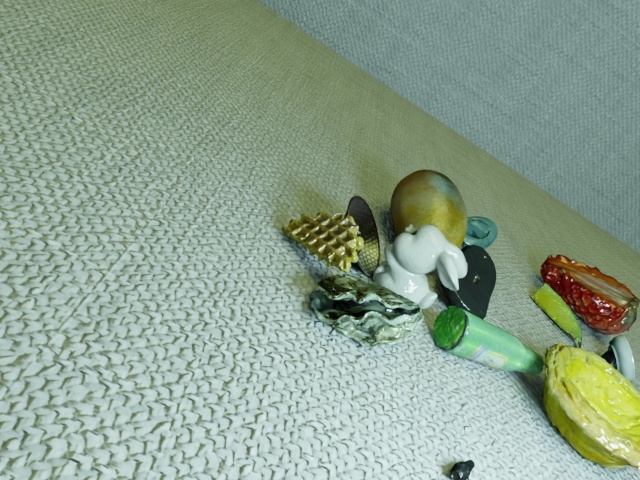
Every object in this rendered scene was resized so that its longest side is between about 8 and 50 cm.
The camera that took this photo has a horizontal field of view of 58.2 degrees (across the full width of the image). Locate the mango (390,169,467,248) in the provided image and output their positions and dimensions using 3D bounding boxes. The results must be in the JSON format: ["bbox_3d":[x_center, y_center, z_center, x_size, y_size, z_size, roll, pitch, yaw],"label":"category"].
[{"bbox_3d":[0.297,-0.065,1.601,0.221,0.199,0.384,37,38,-12],"label":"mango"}]

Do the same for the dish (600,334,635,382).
[{"bbox_3d":[0.872,0.354,1.712,0.141,0.077,0.141,-9,90,-76],"label":"dish"}]

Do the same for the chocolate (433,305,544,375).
[{"bbox_3d":[0.397,0.245,1.316,0.291,0.110,0.110,25,28,-25],"label":"chocolate"}]

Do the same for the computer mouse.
[{"bbox_3d":[0.383,0.114,1.516,0.137,0.086,0.270,44,39,-4],"label":"computer mouse"}]

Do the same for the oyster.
[{"bbox_3d":[0.105,0.144,1.148,0.267,0.112,0.198,17,10,-18],"label":"oyster"}]

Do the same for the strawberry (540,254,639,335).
[{"bbox_3d":[0.892,0.187,1.945,0.336,0.149,0.265,34,32,20],"label":"strawberry"}]

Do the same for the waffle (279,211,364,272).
[{"bbox_3d":[0.000,0.000,1.234,0.191,0.046,0.161,3,46,19],"label":"waffle"}]

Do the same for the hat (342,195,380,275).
[{"bbox_3d":[0.072,-0.005,1.370,0.193,0.082,0.193,34,51,-57],"label":"hat"}]

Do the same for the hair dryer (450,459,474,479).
[{"bbox_3d":[0.254,0.411,0.965,0.079,0.031,0.083,10,49,-55],"label":"hair dryer"}]

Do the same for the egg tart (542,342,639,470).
[{"bbox_3d":[0.616,0.388,1.292,0.345,0.132,0.345,28,27,-16],"label":"egg tart"}]

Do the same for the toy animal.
[{"bbox_3d":[0.224,0.066,1.311,0.179,0.193,0.127,51,30,11],"label":"toy animal"}]

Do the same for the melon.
[{"bbox_3d":[0.739,0.231,1.785,0.113,0.053,0.262,10,36,-28],"label":"melon"}]

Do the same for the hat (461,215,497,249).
[{"bbox_3d":[0.488,-0.014,1.866,0.190,0.078,0.138,-17,46,-35],"label":"hat"}]
